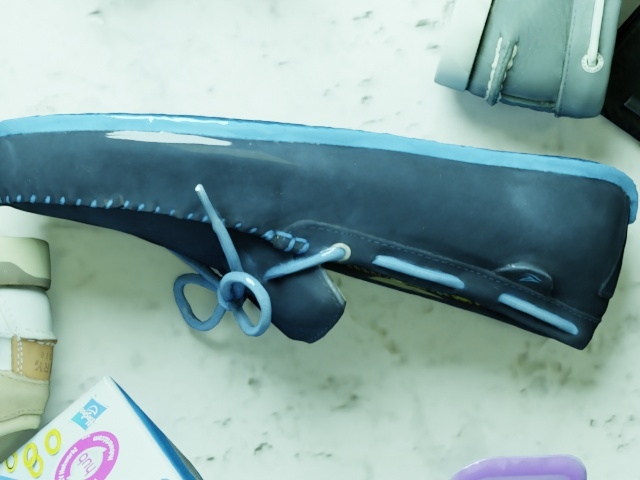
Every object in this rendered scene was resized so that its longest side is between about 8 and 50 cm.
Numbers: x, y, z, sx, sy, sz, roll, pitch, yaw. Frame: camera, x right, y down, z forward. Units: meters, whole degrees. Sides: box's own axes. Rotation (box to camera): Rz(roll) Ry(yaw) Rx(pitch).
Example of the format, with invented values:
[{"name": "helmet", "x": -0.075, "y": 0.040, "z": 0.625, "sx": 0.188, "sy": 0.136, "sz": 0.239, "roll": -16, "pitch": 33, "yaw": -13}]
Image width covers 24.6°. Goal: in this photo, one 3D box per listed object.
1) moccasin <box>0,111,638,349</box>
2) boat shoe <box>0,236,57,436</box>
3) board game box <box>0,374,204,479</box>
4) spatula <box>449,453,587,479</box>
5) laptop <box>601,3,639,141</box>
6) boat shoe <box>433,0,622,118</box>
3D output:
[{"name": "moccasin", "x": 0.000, "y": 0.000, "z": 0.755, "sx": 0.342, "sy": 0.138, "sz": 0.117, "roll": 6, "pitch": 93, "yaw": -6}, {"name": "boat shoe", "x": -0.284, "y": 0.060, "z": 0.727, "sx": 0.302, "sy": 0.113, "sz": 0.103, "roll": -4, "pitch": 85, "yaw": -8}, {"name": "board game box", "x": -0.138, "y": 0.251, "z": 0.650, "sx": 0.302, "sy": 0.308, "sz": 0.086, "roll": -40, "pitch": 126, "yaw": -6}, {"name": "spatula", "x": 0.106, "y": 0.266, "z": 0.818, "sx": 0.084, "sy": 0.030, "sz": 0.296, "roll": 0, "pitch": 90, "yaw": -6}, {"name": "laptop", "x": 0.427, "y": -0.164, "z": 0.812, "sx": 0.382, "sy": 0.236, "sz": 0.408, "roll": 34, "pitch": 129, "yaw": -6}, {"name": "boat shoe", "x": 0.160, "y": -0.217, "z": 0.781, "sx": 0.099, "sy": 0.116, "sz": 0.319, "roll": 22, "pitch": 95, "yaw": 5}]
